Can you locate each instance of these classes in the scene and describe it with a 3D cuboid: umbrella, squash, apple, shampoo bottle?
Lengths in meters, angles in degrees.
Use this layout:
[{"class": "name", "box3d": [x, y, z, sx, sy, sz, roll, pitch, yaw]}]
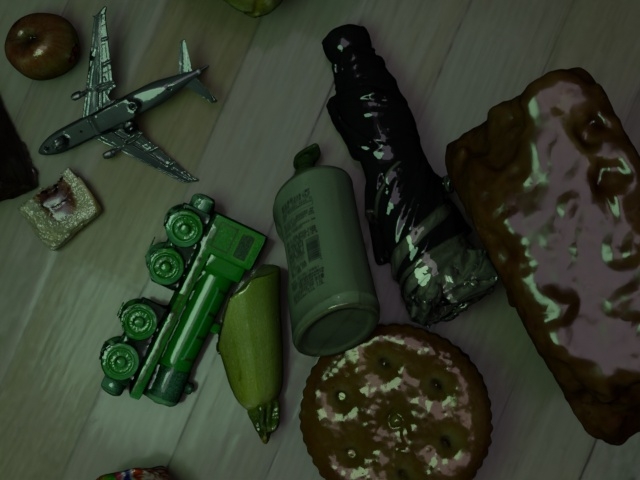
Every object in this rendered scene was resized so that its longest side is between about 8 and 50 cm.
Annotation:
[{"class": "umbrella", "box3d": [0.089, -0.078, 1.351, 0.113, 0.106, 0.358, -20, 79, -8]}, {"class": "squash", "box3d": [-0.080, 0.130, 1.344, 0.075, 0.090, 0.200, -2, 99, -1]}, {"class": "apple", "box3d": [-0.321, -0.224, 1.381, 0.084, 0.071, 0.084, -5, 70, 15]}, {"class": "shampoo bottle", "box3d": [0.000, 0.000, 1.314, 0.087, 0.118, 0.234, 6, 54, -25]}]

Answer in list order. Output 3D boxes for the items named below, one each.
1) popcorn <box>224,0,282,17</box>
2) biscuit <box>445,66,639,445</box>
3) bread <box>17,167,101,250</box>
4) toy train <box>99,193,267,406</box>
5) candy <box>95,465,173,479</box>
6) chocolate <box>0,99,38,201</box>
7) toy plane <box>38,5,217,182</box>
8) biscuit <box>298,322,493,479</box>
[{"class": "popcorn", "box3d": [-0.067, -0.379, 1.301, 0.225, 0.276, 0.276, 23, 88, -32]}, {"class": "biscuit", "box3d": [0.260, 0.022, 1.182, 0.166, 0.395, 0.343, -26, 83, 7]}, {"class": "bread", "box3d": [-0.303, -0.035, 1.389, 0.083, 0.035, 0.070, -35, 87, -2]}, {"class": "toy train", "box3d": [-0.162, 0.072, 1.357, 0.119, 0.085, 0.251, 25, 92, -11]}, {"class": "candy", "box3d": [-0.282, 0.406, 1.343, 0.124, 0.124, 0.365, 40, 100, 4]}, {"class": "chocolate", "box3d": [-0.452, -0.184, 1.376, 0.112, 0.112, 0.321, -26, 87, 11]}, {"class": "toy plane", "box3d": [-0.231, -0.151, 1.380, 0.226, 0.058, 0.226, -27, 102, 1]}, {"class": "biscuit", "box3d": [0.085, 0.199, 1.327, 0.220, 0.066, 0.220, 1, 93, 9]}]
